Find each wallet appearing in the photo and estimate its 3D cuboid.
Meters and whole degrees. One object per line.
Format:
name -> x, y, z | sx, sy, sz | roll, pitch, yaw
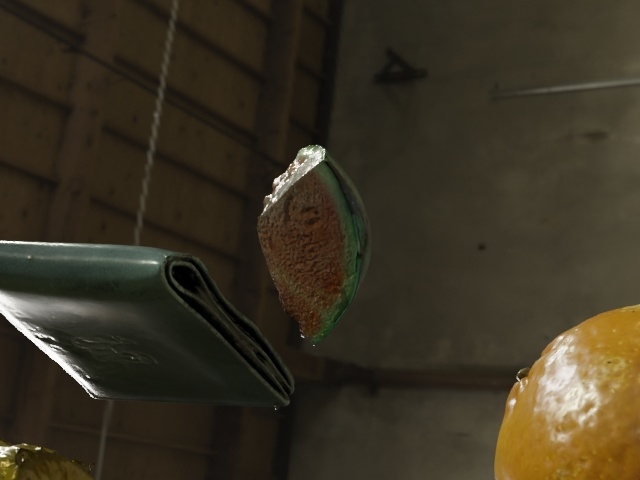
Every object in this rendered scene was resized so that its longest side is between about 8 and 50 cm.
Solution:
wallet -> -0.188, 0.085, 1.134 | 0.290, 0.251, 0.054 | 57, -139, -52

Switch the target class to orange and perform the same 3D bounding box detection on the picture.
orange -> 0.209, 0.145, 0.727 | 0.219, 0.193, 0.219 | -18, -64, -41

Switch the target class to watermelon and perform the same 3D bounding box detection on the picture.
watermelon -> 0.021, -0.008, 1.363 | 0.128, 0.146, 0.231 | -19, -91, -33

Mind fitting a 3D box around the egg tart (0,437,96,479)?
egg tart -> -0.241, 0.269, 0.961 | 0.290, 0.115, 0.290 | 52, -168, -15
